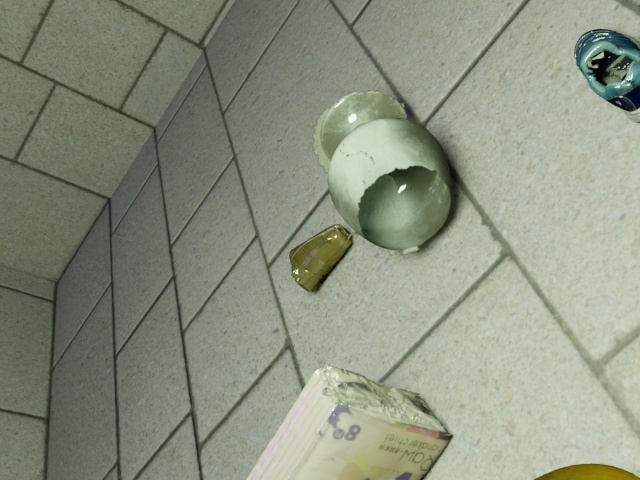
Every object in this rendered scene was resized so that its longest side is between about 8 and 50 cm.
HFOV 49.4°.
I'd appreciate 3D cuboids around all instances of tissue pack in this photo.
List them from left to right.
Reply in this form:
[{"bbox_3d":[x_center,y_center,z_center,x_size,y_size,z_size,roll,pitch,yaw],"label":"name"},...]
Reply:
[{"bbox_3d":[0.021,0.380,1.107,0.344,0.242,0.125,-57,32,13],"label":"tissue pack"}]

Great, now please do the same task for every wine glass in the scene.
[{"bbox_3d":[0.115,-0.134,1.317,0.238,0.238,0.323,-51,27,22],"label":"wine glass"}]

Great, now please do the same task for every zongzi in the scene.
[{"bbox_3d":[0.000,0.000,1.542,0.189,0.081,0.178,-50,25,14],"label":"zongzi"}]

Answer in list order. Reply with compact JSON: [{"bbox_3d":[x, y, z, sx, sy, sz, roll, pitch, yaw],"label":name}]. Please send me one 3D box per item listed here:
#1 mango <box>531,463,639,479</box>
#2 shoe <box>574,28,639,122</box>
[{"bbox_3d":[0.253,0.374,0.796,0.253,0.182,0.365,-35,1,-32],"label":"mango"},{"bbox_3d":[0.437,-0.264,1.039,0.091,0.106,0.207,-47,32,26],"label":"shoe"}]
